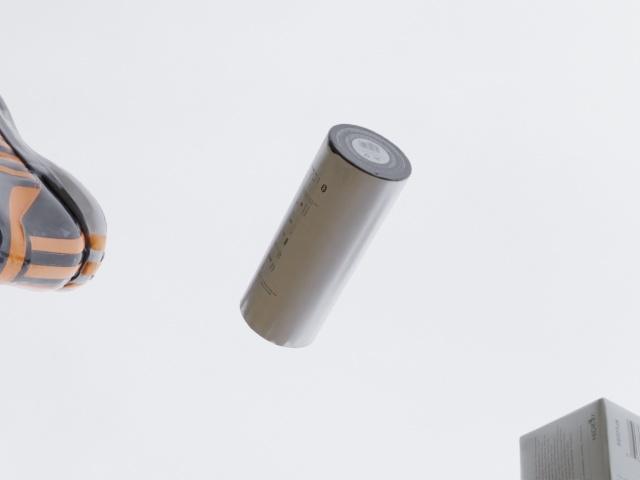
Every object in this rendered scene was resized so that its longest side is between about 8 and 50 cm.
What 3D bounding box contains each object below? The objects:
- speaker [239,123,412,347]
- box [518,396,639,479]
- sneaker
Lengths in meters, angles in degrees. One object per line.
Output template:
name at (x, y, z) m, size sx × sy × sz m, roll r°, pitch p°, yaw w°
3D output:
speaker at (0.000, 0.000, 0.619) m, size 0.055 × 0.055 × 0.136 m, roll 46°, pitch -55°, yaw 27°
box at (0.206, 0.185, 0.734) m, size 0.087 × 0.101 × 0.102 m, roll -39°, pitch -147°, yaw 42°
sneaker at (-0.328, -0.070, 0.825) m, size 0.321 × 0.180 × 0.124 m, roll 32°, pitch -77°, yaw 25°
